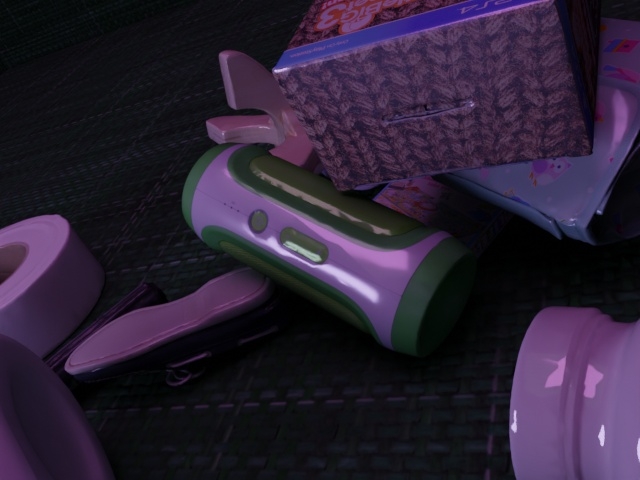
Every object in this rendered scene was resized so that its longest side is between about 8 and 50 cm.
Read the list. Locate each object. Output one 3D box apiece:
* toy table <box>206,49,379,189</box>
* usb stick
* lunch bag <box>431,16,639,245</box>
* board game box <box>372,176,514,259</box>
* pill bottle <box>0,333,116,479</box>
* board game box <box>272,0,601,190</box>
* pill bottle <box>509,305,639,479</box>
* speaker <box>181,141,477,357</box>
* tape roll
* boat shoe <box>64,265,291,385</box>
[{"bbox_3d":[-0.034,-0.141,0.891,0.161,0.252,0.274,-22,20,-23],"label":"toy table"},{"bbox_3d":[-0.295,0.152,0.798,0.045,0.077,0.278,41,66,15],"label":"usb stick"},{"bbox_3d":[0.264,-0.110,0.676,0.262,0.160,0.223,-33,37,-19],"label":"lunch bag"},{"bbox_3d":[0.132,-0.031,0.774,0.154,0.026,0.103,21,55,41],"label":"board game box"},{"bbox_3d":[-0.394,0.273,0.547,0.408,0.229,0.229,-32,33,-9],"label":"pill bottle"},{"bbox_3d":[0.126,-0.207,0.625,0.232,0.141,0.291,-6,44,30],"label":"board game box"},{"bbox_3d":[0.262,0.112,0.371,0.279,0.162,0.162,1,41,37],"label":"pill bottle"},{"bbox_3d":[0.000,0.000,0.677,0.297,0.131,0.131,27,58,28],"label":"speaker"},{"bbox_3d":[-0.470,0.086,0.989,0.286,0.100,0.286,-18,33,12],"label":"tape roll"},{"bbox_3d":[-0.157,0.109,0.752,0.255,0.079,0.095,-24,30,-1],"label":"boat shoe"}]
